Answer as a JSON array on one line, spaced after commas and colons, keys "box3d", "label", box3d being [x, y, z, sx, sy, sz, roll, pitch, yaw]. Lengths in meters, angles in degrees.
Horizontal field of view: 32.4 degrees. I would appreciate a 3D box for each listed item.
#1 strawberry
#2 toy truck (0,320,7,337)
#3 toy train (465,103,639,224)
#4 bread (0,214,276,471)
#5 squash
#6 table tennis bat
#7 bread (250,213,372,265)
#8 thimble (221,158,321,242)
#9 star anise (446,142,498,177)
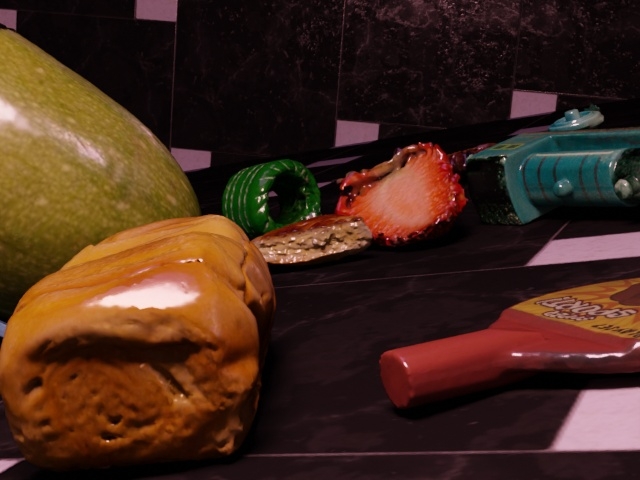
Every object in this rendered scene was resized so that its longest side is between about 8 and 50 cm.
[{"box3d": [0.103, -0.030, 1.349, 0.167, 0.087, 0.208, -28, 32, 11], "label": "strawberry"}, {"box3d": [-0.350, 0.099, 1.061, 0.136, 0.074, 0.063, 31, -7, -23], "label": "toy truck"}, {"box3d": [0.330, -0.084, 1.291, 0.194, 0.120, 0.298, -24, 15, -31], "label": "toy train"}, {"box3d": [-0.114, 0.061, 0.788, 0.167, 0.132, 0.294, -16, 10, 3], "label": "bread"}, {"box3d": [-0.280, -0.017, 1.137, 0.309, 0.310, 0.310, 34, 14, 2], "label": "squash"}, {"box3d": [0.188, 0.064, 0.750, 0.310, 0.038, 0.200, -10, 7, -22], "label": "table tennis bat"}, {"box3d": [-0.024, 0.004, 1.295, 0.136, 0.054, 0.154, -12, 3, -22], "label": "bread"}, {"box3d": [-0.064, -0.049, 1.492, 0.090, 0.118, 0.130, -7, -18, 43], "label": "thimble"}, {"box3d": [0.243, -0.125, 1.817, 0.168, 0.057, 0.168, -9, 9, 1], "label": "star anise"}]
